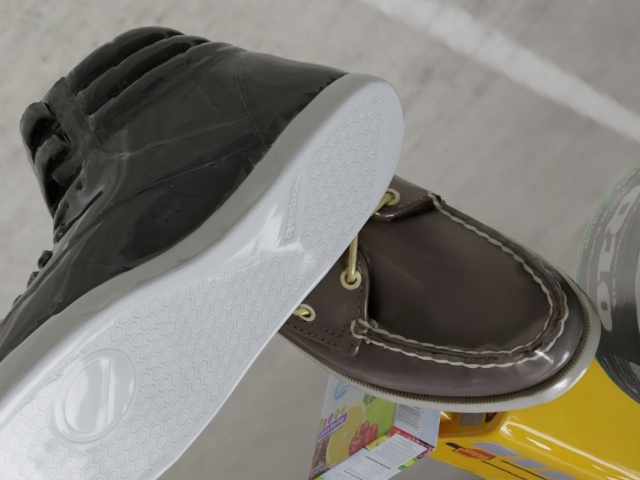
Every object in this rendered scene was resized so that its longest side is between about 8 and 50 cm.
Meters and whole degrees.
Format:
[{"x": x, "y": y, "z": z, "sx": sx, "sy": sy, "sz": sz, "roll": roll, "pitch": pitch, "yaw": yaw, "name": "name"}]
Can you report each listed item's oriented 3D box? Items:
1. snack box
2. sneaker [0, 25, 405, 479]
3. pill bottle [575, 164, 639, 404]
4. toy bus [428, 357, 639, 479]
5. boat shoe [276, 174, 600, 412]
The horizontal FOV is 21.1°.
[{"x": 0.042, "y": 0.087, "z": 1.114, "sx": 0.100, "sy": 0.037, "sz": 0.141, "roll": -39, "pitch": -150, "yaw": 46, "name": "snack box"}, {"x": -0.103, "y": 0.011, "z": 0.781, "sx": 0.296, "sy": 0.147, "sz": 0.104, "roll": -47, "pitch": 142, "yaw": -28, "name": "sneaker"}, {"x": 0.277, "y": 0.030, "z": 1.029, "sx": 0.204, "sy": 0.204, "sz": 0.361, "roll": -48, "pitch": 180, "yaw": -1, "name": "pill bottle"}, {"x": 0.169, "y": 0.138, "z": 1.376, "sx": 0.130, "sy": 0.332, "sz": 0.108, "roll": -9, "pitch": -117, "yaw": 47, "name": "toy bus"}, {"x": 0.000, "y": 0.000, "z": 0.959, "sx": 0.116, "sy": 0.324, "sz": 0.097, "roll": -58, "pitch": 148, "yaw": -14, "name": "boat shoe"}]
